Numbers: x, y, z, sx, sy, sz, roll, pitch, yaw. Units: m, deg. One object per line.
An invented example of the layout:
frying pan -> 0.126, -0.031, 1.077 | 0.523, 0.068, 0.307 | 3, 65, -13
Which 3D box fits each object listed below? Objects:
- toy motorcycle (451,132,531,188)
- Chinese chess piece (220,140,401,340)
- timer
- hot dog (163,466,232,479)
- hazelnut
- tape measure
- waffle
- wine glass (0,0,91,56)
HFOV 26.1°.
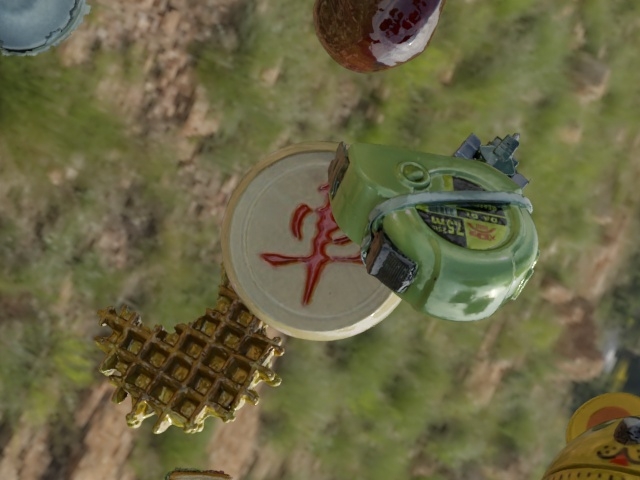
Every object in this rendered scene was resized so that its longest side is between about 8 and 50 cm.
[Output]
toy motorcycle -> 0.189, -0.048, 1.894 | 0.187, 0.124, 0.275 | -50, 177, -28
Chinese chess piece -> 0.000, 0.000, 1.717 | 0.097, 0.250, 0.251 | -10, 124, -86
timer -> 0.490, 0.387, 2.022 | 0.387, 0.376, 0.376 | -60, 154, -28
hot dog -> -0.146, 0.283, 1.652 | 0.037, 0.083, 0.021 | 172, -75, -72
hazelnut -> 0.098, -0.400, 2.362 | 0.217, 0.217, 0.251 | -24, 162, -52
tape measure -> 0.104, -0.004, 1.147 | 0.177, 0.154, 0.087 | 5, 136, -17
waffle -> -0.198, 0.178, 2.160 | 0.293, 0.260, 0.069 | -20, 156, -3
wine glass -> -0.342, -0.288, 1.473 | 0.143, 0.321, 0.143 | -6, 106, -21
